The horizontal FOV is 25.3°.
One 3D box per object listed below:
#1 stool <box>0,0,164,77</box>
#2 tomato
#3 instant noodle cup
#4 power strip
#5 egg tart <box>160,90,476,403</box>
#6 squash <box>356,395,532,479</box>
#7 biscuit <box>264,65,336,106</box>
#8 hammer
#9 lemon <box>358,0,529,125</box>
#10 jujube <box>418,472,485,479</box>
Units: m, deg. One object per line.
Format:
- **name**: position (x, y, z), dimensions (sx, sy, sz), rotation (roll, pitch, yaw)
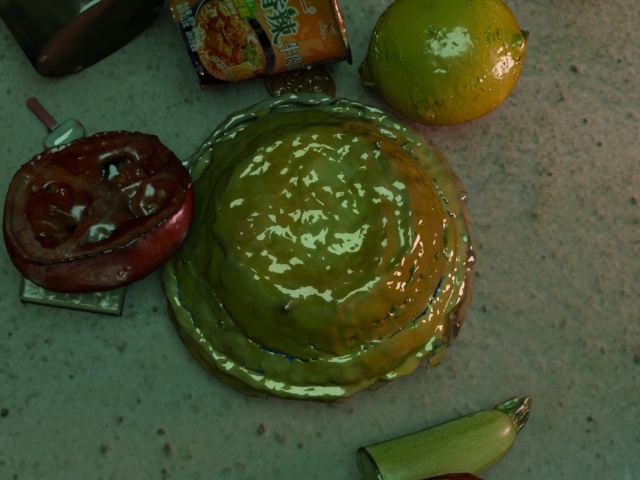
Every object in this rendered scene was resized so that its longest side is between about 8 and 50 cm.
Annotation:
- **stool**: position (-0.322, -0.345, 1.657), dimensions (0.179, 0.179, 0.264), rotation (-33, 83, -11)
- **tomato**: position (-0.245, -0.019, 1.609), dimensions (0.228, 0.101, 0.228), rotation (-10, 42, 9)
- **instant noodle cup**: position (-0.081, -0.286, 1.655), dimensions (0.182, 0.230, 0.230), rotation (-19, 80, 0)
- **power strip**: position (-0.287, 0.051, 1.651), dimensions (0.123, 0.032, 0.056), rotation (8, 76, -3)
- **egg tart**: position (0.000, 0.000, 1.629), dimensions (0.388, 0.169, 0.388), rotation (1, 74, -2)
- **squash**: position (0.151, 0.235, 1.634), dimensions (0.224, 0.094, 0.094), rotation (-25, 81, -17)
- **biscuit**: position (-0.022, -0.194, 1.736), dimensions (0.091, 0.015, 0.078), rotation (31, 77, 2)
- **hammer**: position (-0.320, -0.139, 1.691), dimensions (0.052, 0.031, 0.083), rotation (-41, 78, -15)
- **lemon**: position (0.143, -0.219, 1.679), dimensions (0.206, 0.173, 0.173), rotation (-17, 80, 12)
- **jujube**: position (0.157, 0.360, 1.534), dimensions (0.174, 0.174, 0.250), rotation (-44, 121, -12)
